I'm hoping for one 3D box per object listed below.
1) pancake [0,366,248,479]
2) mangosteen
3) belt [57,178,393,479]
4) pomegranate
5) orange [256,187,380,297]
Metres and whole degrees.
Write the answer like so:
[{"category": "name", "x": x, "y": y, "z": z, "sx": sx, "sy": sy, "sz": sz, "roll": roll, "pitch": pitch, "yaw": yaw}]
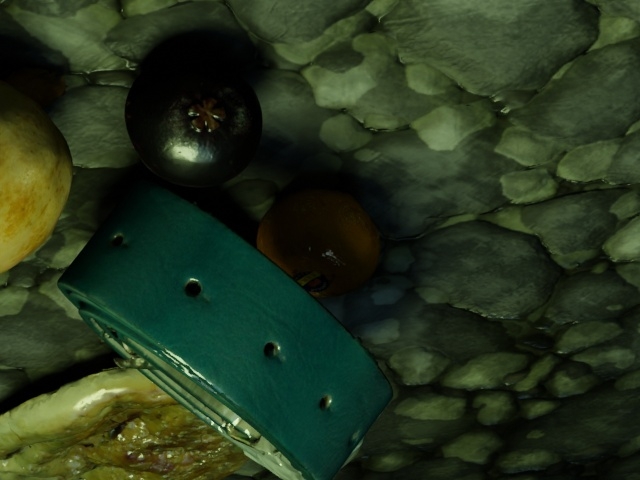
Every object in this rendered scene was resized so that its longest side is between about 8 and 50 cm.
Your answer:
[{"category": "pancake", "x": -0.248, "y": 0.256, "z": 2.269, "sx": 0.387, "sy": 0.082, "sz": 0.387, "roll": -7, "pitch": 149, "yaw": -4}, {"category": "mangosteen", "x": -0.126, "y": -0.116, "z": 1.738, "sx": 0.137, "sy": 0.137, "sz": 0.151, "roll": -1, "pitch": 180, "yaw": -12}, {"category": "belt", "x": -0.093, "y": 0.115, "z": 1.895, "sx": 0.173, "sy": 0.300, "sz": 0.436, "roll": -55, "pitch": 140, "yaw": -8}, {"category": "pomegranate", "x": -0.337, "y": -0.064, "z": 1.680, "sx": 0.207, "sy": 0.207, "sz": 0.207, "roll": -6, "pitch": 146, "yaw": -4}, {"category": "orange", "x": -0.002, "y": 0.000, "z": 1.931, "sx": 0.136, "sy": 0.117, "sz": 0.135, "roll": 5, "pitch": 139, "yaw": 4}]
